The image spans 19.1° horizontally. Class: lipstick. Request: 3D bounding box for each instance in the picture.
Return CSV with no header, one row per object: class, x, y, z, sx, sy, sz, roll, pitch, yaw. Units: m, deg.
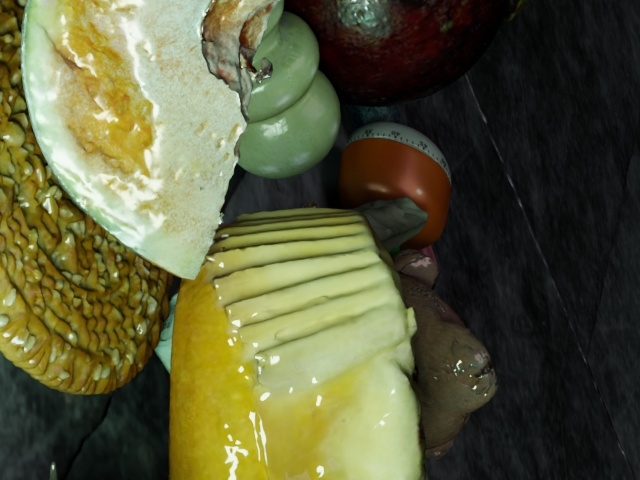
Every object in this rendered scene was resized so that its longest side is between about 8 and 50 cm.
lipstick,0.074,-0.069,1.934,0.053,0.053,0.234,-59,134,-59

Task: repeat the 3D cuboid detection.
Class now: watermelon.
watermelon,-0.126,-0.158,1.297,0.175,0.188,0.322,19,91,-19

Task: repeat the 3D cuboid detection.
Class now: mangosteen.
mangosteen,0.063,-0.264,1.713,0.300,0.300,0.300,45,38,-51

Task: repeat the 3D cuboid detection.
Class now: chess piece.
chess piece,-0.064,-0.157,1.575,0.144,0.144,0.251,-80,154,-44

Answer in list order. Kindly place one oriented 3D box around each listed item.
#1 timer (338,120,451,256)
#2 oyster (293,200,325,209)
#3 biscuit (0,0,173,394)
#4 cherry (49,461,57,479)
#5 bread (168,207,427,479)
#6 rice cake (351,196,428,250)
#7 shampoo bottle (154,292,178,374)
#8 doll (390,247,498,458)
timer,0.072,-0.040,1.839,0.136,0.099,0.136,26,49,-35
oyster,-0.001,0.000,1.731,0.132,0.029,0.086,59,38,-36
biscuit,-0.182,-0.039,1.337,0.305,0.038,0.305,45,38,-51
cherry,-0.155,0.221,1.120,0.176,0.140,0.176,-3,90,-77
bread,-0.021,0.172,1.348,0.236,0.183,0.389,159,-74,-86
rice cake,0.018,0.004,1.672,0.256,0.057,0.052,-24,94,-59
shampoo bottle,-0.074,0.131,1.483,0.069,0.041,0.191,-84,151,-56
doll,0.062,0.129,1.662,0.303,0.156,0.201,-30,110,-62
